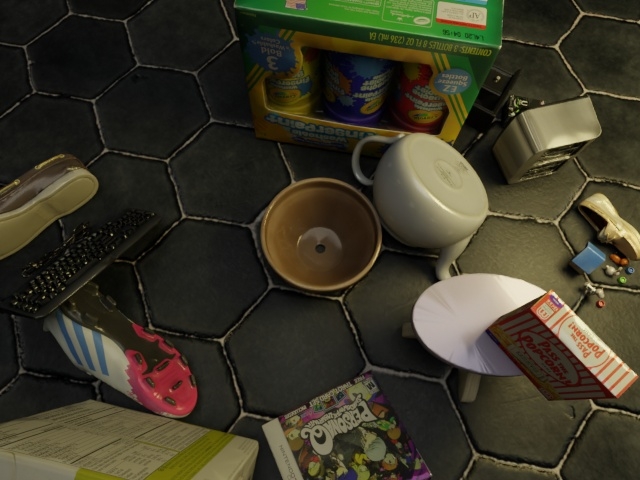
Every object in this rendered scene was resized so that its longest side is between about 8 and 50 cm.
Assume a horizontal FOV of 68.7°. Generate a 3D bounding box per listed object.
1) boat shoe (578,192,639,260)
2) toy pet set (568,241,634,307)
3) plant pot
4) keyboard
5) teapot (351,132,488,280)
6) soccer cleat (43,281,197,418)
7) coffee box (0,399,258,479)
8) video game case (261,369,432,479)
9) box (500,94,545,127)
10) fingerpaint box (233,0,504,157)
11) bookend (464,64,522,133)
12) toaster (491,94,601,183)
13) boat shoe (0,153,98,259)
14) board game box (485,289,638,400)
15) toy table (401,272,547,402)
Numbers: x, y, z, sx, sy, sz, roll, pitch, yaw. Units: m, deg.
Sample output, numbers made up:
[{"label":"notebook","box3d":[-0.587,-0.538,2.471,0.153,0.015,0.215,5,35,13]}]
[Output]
[{"label":"boat shoe","box3d":[0.619,-0.022,1.005,0.059,0.063,0.170,-23,63,-6]},{"label":"toy pet set","box3d":[0.588,0.056,0.970,0.122,0.065,0.114,-42,76,-15]},{"label":"plant pot","box3d":[0.000,0.000,0.957,0.237,0.110,0.238,1,71,-1]},{"label":"keyboard","box3d":[-0.470,0.027,0.901,0.201,0.033,0.317,3,36,28]},{"label":"teapot","box3d":[0.195,-0.083,0.958,0.252,0.187,0.256,20,49,-24]},{"label":"soccer cleat","box3d":[-0.377,0.220,0.884,0.331,0.116,0.143,44,119,-2]},{"label":"coffee box","box3d":[-0.305,0.444,0.645,0.334,0.338,0.338,12,79,4]},{"label":"video game case","box3d":[0.041,0.372,0.824,0.231,0.042,0.210,-23,55,-12]},{"label":"box","box3d":[0.476,-0.297,1.104,0.083,0.052,0.062,13,72,3]},{"label":"fingerpaint box","box3d":[0.079,-0.336,0.943,0.444,0.371,0.163,10,68,2]},{"label":"bookend","box3d":[0.367,-0.364,1.116,0.156,0.072,0.157,32,72,10]},{"label":"toaster","box3d":[0.476,-0.216,1.013,0.185,0.168,0.110,-13,71,-6]},{"label":"boat shoe","box3d":[-0.631,-0.065,0.971,0.324,0.117,0.097,-39,71,-18]},{"label":"board game box","box3d":[0.338,0.161,0.689,0.045,0.193,0.147,-37,73,-12]},{"label":"toy table","box3d":[0.295,0.169,0.874,0.274,0.161,0.252,16,71,5]}]
